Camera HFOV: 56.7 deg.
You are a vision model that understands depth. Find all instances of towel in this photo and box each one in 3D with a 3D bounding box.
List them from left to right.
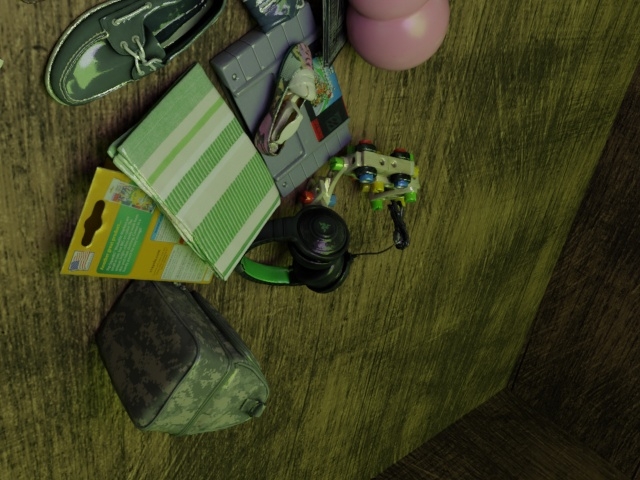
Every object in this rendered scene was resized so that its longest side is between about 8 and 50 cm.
[{"bbox_3d":[-0.208,-0.117,1.090,0.248,0.038,0.325,-57,131,-30],"label":"towel"}]

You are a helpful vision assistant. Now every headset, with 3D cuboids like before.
[{"bbox_3d":[0.000,0.000,1.334,0.394,0.185,0.243,-5,151,2],"label":"headset"}]

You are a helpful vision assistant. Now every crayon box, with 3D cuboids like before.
[{"bbox_3d":[-0.317,-0.032,1.112,0.323,0.083,0.203,9,110,-50],"label":"crayon box"}]

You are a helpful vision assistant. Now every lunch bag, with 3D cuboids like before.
[{"bbox_3d":[-0.266,0.232,1.195,0.212,0.305,0.256,-53,139,3],"label":"lunch bag"}]

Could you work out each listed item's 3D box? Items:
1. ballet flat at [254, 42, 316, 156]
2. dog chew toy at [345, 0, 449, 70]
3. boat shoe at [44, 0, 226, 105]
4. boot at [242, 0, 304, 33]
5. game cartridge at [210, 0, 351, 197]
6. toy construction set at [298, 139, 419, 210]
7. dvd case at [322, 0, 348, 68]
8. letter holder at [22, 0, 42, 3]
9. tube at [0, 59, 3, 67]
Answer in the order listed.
[{"bbox_3d":[-0.055,-0.259,1.127,0.077,0.079,0.221,11,110,-49],"label":"ballet flat"},{"bbox_3d":[0.132,-0.481,1.113,0.206,0.206,0.332,-46,150,-11],"label":"dog chew toy"},{"bbox_3d":[-0.281,-0.315,0.921,0.319,0.099,0.116,-43,141,-15],"label":"boat shoe"},{"bbox_3d":[-0.051,-0.455,1.067,0.190,0.069,0.086,-36,115,-9],"label":"boot"},{"bbox_3d":[-0.059,-0.279,1.218,0.230,0.068,0.355,-39,140,-12],"label":"game cartridge"},{"bbox_3d":[0.104,-0.143,1.412,0.328,0.215,0.151,-11,86,-35],"label":"toy construction set"},{"bbox_3d":[0.030,-0.464,1.131,0.164,0.018,0.221,-67,162,-50],"label":"dvd case"},{"bbox_3d":[-0.287,-0.447,0.776,0.302,0.152,0.214,-40,142,-18],"label":"letter holder"},{"bbox_3d":[-0.531,-0.162,0.815,0.240,0.062,0.070,-62,-175,3],"label":"tube"}]
